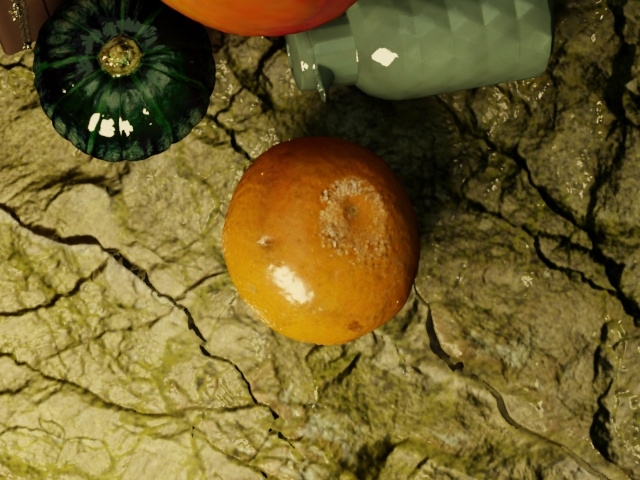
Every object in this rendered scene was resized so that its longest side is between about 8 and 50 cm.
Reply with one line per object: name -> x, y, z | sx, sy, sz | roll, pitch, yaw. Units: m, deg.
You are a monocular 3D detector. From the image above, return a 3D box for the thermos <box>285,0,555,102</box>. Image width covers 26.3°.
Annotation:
thermos -> 0.101, -0.242, 1.525 | 0.287, 0.145, 0.182 | -10, 52, -8

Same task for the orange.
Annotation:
orange -> 0.000, 0.000, 1.461 | 0.224, 0.170, 0.224 | 8, 72, -26

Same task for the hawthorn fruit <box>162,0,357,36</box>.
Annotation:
hawthorn fruit -> -0.072, -0.449, 1.370 | 0.472, 0.472, 0.471 | 1, 83, -8

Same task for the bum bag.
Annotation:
bum bag -> -0.290, -0.275, 1.492 | 0.159, 0.109, 0.026 | -29, 52, -11

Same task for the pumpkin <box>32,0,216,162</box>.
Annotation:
pumpkin -> -0.211, -0.185, 1.470 | 0.202, 0.140, 0.202 | 1, 80, -7
